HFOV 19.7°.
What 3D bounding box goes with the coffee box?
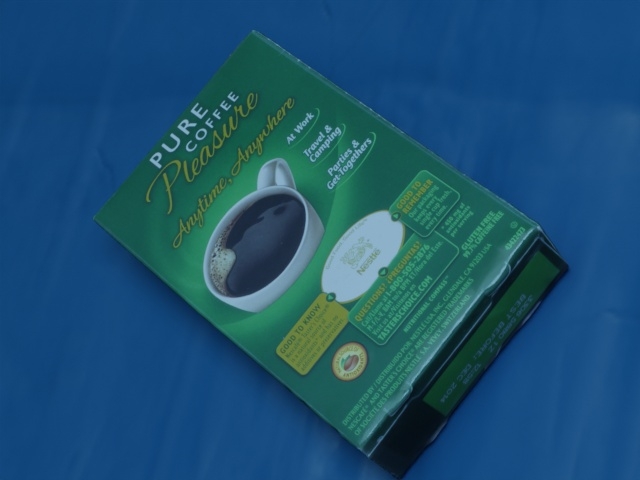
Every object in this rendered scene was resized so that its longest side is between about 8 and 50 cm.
[{"bbox_3d":[0.000,0.000,0.756,0.184,0.040,0.113,36,86,37],"label":"coffee box"}]
